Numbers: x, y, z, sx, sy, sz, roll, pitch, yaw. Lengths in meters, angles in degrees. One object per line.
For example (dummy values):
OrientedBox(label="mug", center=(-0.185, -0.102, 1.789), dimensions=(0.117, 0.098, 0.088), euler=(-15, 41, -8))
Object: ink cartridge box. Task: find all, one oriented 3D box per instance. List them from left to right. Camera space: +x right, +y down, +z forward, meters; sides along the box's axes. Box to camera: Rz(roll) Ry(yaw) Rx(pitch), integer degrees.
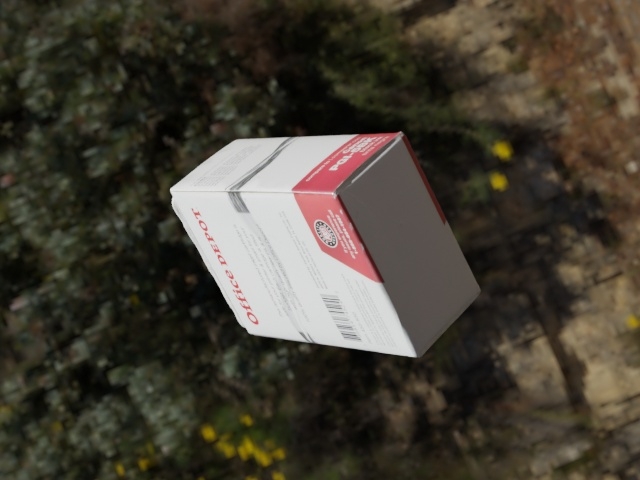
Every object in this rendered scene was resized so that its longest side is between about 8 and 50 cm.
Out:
OrientedBox(label="ink cartridge box", center=(0.000, 0.000, 0.710), dimensions=(0.135, 0.056, 0.099), euler=(4, 129, 50))
